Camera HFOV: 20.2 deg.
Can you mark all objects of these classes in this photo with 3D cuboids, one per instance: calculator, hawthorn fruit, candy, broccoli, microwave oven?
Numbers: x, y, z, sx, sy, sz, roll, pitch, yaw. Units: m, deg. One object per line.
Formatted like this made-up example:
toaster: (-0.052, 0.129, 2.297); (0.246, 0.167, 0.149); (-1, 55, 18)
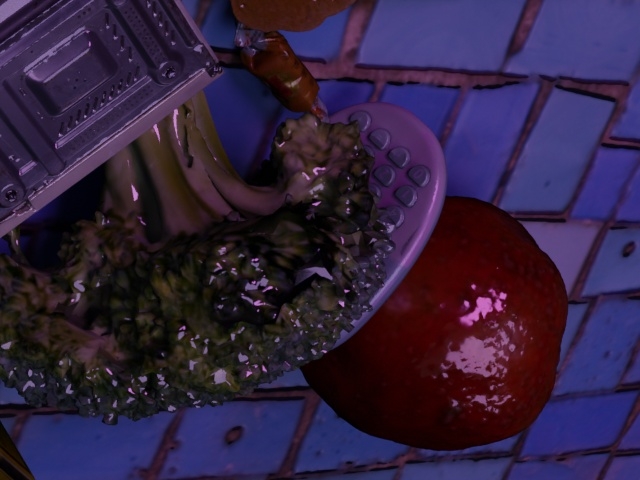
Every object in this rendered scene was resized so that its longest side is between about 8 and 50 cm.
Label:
calculator: (0.000, 0.000, 1.709); (0.299, 0.185, 0.041); (-51, 151, 8)
hawthorn fruit: (0.093, 0.075, 1.799); (0.307, 0.265, 0.265); (14, 117, -17)
candy: (-0.040, -0.159, 1.651); (0.046, 0.053, 0.182); (-36, 136, 5)
broccoli: (-0.107, 0.021, 1.584); (0.277, 0.338, 0.317); (5, 101, -67)
microwave oven: (-0.232, -0.151, 1.453); (0.240, 0.145, 0.194); (-37, 140, -4)

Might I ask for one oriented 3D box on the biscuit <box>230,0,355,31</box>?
biscuit: (-0.040, -0.274, 1.511); (0.181, 0.049, 0.208); (-35, 121, 29)

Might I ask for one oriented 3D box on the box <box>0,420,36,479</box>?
box: (-0.355, 0.143, 1.602); (0.064, 0.141, 0.220); (-40, 137, -1)
